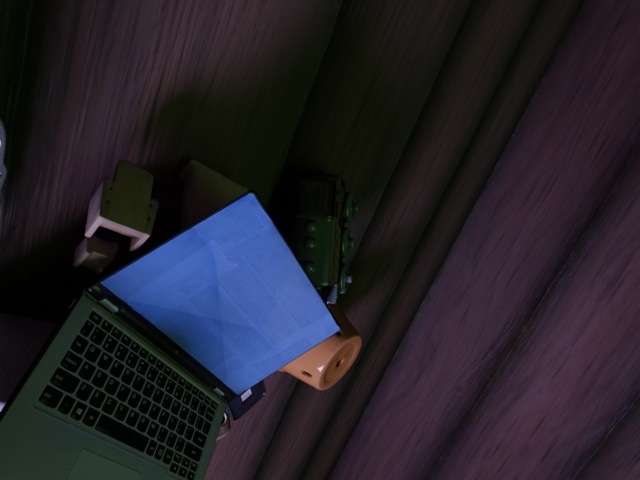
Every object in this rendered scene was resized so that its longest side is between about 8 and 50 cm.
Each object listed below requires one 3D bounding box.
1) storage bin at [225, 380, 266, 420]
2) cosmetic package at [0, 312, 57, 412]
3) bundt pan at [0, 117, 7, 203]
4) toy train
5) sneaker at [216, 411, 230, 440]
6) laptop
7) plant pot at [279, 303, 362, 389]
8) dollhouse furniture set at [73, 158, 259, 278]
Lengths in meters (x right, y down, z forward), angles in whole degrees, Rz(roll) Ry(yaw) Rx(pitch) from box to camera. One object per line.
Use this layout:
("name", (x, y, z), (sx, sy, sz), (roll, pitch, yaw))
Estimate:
("storage bin", (-0.233, 0.406, 1.158), (0.122, 0.084, 0.180), (-36, 143, -30))
("cosmetic package", (-0.400, 0.255, 0.662), (0.156, 0.217, 0.385), (-54, 147, -5))
("bundt pan", (-0.417, -0.012, 0.341), (0.124, 0.331, 0.331), (20, 105, -19))
("toy train", (0.000, 0.000, 0.967), (0.190, 0.142, 0.334), (4, 90, -71))
("sneaker", (-0.343, 0.563, 1.187), (0.188, 0.066, 0.071), (-23, 119, -50))
("laptop", (-0.165, 0.216, 0.604), (0.382, 0.236, 0.408), (61, 30, -41))
("plant pot", (-0.011, 0.317, 1.270), (0.291, 0.203, 0.291), (-35, 144, -31))
("dollhouse furniture set", (-0.297, 0.021, 0.731), (0.286, 0.198, 0.303), (27, 128, -38))
